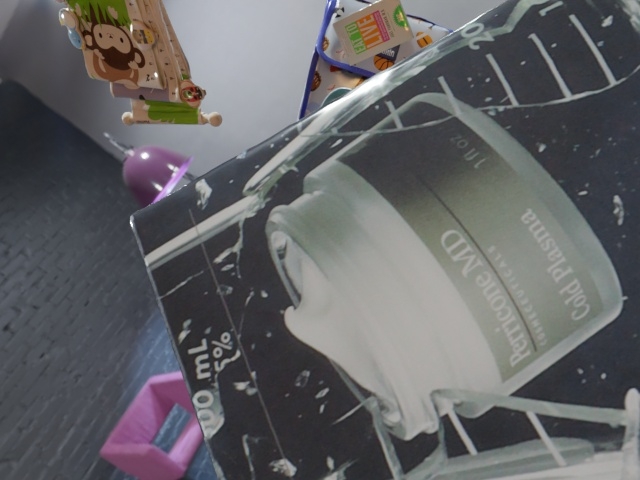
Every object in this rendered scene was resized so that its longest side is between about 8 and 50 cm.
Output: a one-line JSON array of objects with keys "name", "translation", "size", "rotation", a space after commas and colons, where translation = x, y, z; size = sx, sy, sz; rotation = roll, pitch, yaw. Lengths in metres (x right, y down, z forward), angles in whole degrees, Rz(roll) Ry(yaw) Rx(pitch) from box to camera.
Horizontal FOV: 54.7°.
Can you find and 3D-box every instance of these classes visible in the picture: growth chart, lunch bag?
[{"name": "growth chart", "translation": [-0.215, -0.222, 0.660], "size": [0.171, 0.237, 0.021], "rotation": [2, 40, 33]}, {"name": "lunch bag", "translation": [0.125, -0.380, 1.542], "size": [0.239, 0.327, 0.386], "rotation": [-83, 10, -73]}]

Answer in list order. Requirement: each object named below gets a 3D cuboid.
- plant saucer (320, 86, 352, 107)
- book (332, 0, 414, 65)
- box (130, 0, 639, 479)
[{"name": "plant saucer", "translation": [0.074, -0.171, 1.342], "size": [0.043, 0.318, 0.317], "rotation": [-12, -7, -25]}, {"name": "book", "translation": [0.110, -0.435, 1.281], "size": [0.144, 0.096, 0.035], "rotation": [-19, 15, 23]}, {"name": "box", "translation": [0.194, 0.105, 0.455], "size": [0.471, 0.480, 0.297], "rotation": [-29, -21, 9]}]
